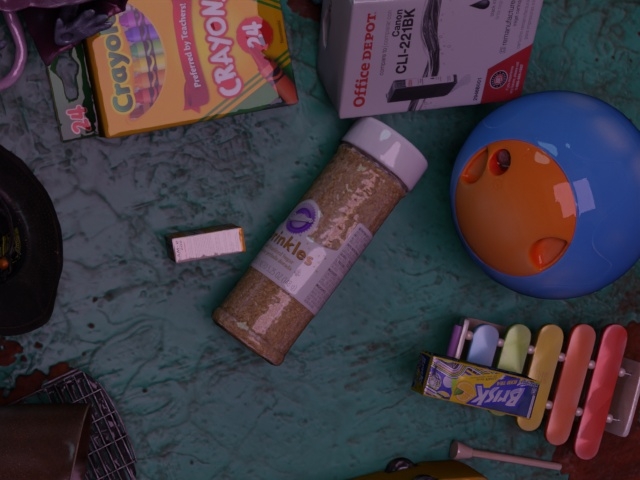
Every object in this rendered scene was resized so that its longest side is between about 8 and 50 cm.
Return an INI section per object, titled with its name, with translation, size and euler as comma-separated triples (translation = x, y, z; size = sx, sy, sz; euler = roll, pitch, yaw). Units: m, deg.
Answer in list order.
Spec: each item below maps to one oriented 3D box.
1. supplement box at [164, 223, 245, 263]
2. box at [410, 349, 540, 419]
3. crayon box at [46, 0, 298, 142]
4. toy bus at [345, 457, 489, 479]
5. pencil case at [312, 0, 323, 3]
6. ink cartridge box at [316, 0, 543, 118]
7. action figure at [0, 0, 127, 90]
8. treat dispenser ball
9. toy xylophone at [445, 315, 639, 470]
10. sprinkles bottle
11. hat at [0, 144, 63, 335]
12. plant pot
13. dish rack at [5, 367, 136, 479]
[supplement box]
translation = -0.158, 0.003, 1.905
size = 0.098, 0.062, 0.036
euler = -10, 99, -16
[box]
translation = 0.217, 0.202, 1.952
size = 0.169, 0.054, 0.059
euler = 15, 92, -17
[crayon box]
translation = -0.204, -0.251, 1.859
size = 0.318, 0.081, 0.202
euler = -13, 99, -14
[toy bus]
translation = 0.077, 0.399, 1.988
size = 0.333, 0.108, 0.130
euler = -12, 100, -15
[pencil case]
translation = -0.019, -0.401, 1.908
size = 0.070, 0.064, 0.151
euler = -33, 104, 5
[ink cartridge box]
translation = 0.144, -0.285, 1.893
size = 0.273, 0.114, 0.197
euler = -7, 135, -14
[action figure]
translation = -0.369, -0.399, 1.759
size = 0.248, 0.276, 0.370
euler = 0, 65, -35
[treat dispenser ball]
translation = 0.321, -0.062, 1.921
size = 0.288, 0.288, 0.288
euler = -2, 95, -16
[toy xylophone]
translation = 0.314, 0.227, 2.054
size = 0.323, 0.081, 0.236
euler = 6, 94, -16
[sprinkles bottle]
translation = 0.000, 0.000, 1.920
size = 0.121, 0.121, 0.355
euler = 38, 84, -16
[hat]
translation = -0.481, -0.005, 1.749
size = 0.134, 0.331, 0.331
euler = -25, 105, 29
[plant pot]
translation = -0.415, 0.292, 1.725
size = 0.230, 0.215, 0.215
euler = 9, 93, -4
[dish rack]
translation = -0.391, 0.298, 1.862
size = 0.271, 0.074, 0.208
euler = -25, 103, -14
